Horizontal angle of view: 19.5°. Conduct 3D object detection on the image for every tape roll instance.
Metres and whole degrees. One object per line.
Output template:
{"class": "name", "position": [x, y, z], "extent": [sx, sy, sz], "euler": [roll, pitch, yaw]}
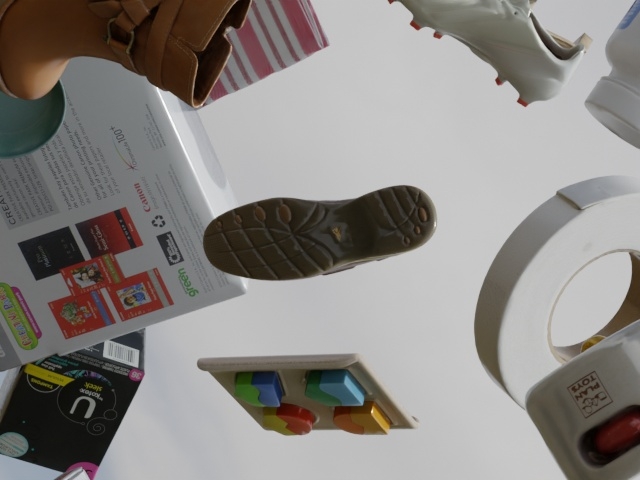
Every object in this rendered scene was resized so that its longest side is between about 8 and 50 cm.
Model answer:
{"class": "tape roll", "position": [0.408, 0.089, 2.788], "extent": [0.072, 0.392, 0.392], "euler": [43, -25, 51]}

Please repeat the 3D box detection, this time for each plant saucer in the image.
{"class": "plant saucer", "position": [-0.270, -0.123, 1.549], "extent": [0.021, 0.119, 0.119], "euler": [-90, 167, -54]}

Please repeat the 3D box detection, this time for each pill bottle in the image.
{"class": "pill bottle", "position": [0.359, -0.200, 1.834], "extent": [0.124, 0.221, 0.124], "euler": [36, -2, 2]}

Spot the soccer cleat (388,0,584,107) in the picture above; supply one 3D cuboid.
{"class": "soccer cleat", "position": [0.140, -0.196, 1.613], "extent": [0.196, 0.068, 0.076], "euler": [35, -60, -10]}

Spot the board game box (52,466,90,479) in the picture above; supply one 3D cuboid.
{"class": "board game box", "position": [-0.226, 0.392, 1.735], "extent": [0.053, 0.193, 0.305], "euler": [-22, -81, 53]}

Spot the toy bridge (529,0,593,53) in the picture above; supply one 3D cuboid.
{"class": "toy bridge", "position": [0.242, -0.279, 2.201], "extent": [0.188, 0.063, 0.026], "euler": [43, -46, -9]}

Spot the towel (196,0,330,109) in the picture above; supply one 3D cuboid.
{"class": "towel", "position": [-0.104, -0.214, 1.835], "extent": [0.144, 0.197, 0.029], "euler": [66, 14, 3]}

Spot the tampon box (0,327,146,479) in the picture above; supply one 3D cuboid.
{"class": "tampon box", "position": [-0.268, 0.154, 1.980], "extent": [0.101, 0.120, 0.161], "euler": [-96, -151, -58]}

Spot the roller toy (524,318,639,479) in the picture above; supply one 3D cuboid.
{"class": "roller toy", "position": [0.313, 0.161, 1.893], "extent": [0.146, 0.191, 0.209], "euler": [59, -21, 10]}

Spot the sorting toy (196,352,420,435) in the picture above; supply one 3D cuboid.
{"class": "sorting toy", "position": [-0.012, 0.177, 2.059], "extent": [0.193, 0.038, 0.208], "euler": [-3, -27, 25]}

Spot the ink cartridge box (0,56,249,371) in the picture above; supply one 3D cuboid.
{"class": "ink cartridge box", "position": [-0.246, -0.062, 1.779], "extent": [0.130, 0.271, 0.309], "euler": [-90, 159, -64]}

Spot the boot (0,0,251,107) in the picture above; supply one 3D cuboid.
{"class": "boot", "position": [-0.134, -0.132, 1.216], "extent": [0.152, 0.073, 0.197], "euler": [38, -46, 13]}

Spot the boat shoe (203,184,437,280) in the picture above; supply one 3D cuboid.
{"class": "boat shoe", "position": [0.000, 0.000, 1.419], "extent": [0.060, 0.178, 0.064], "euler": [84, -2, -79]}
